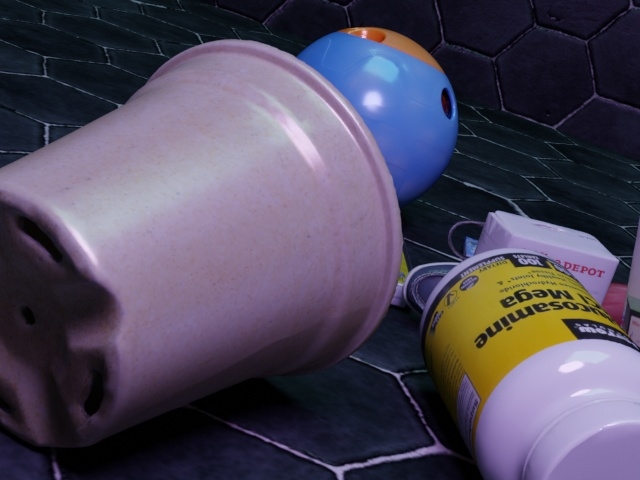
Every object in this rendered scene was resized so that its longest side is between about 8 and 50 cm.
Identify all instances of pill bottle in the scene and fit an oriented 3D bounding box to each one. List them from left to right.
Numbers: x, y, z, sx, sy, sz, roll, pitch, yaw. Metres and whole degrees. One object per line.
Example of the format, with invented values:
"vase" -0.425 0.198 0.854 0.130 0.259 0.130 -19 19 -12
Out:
"pill bottle" 0.219 0.149 1.075 0.188 0.188 0.334 13 19 -15

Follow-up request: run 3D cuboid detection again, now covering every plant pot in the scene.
"plant pot" -0.150 0.018 0.974 0.334 0.334 0.305 27 32 26

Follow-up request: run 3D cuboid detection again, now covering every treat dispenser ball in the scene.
"treat dispenser ball" 0.067 -0.181 1.730 0.288 0.288 0.288 16 18 -5

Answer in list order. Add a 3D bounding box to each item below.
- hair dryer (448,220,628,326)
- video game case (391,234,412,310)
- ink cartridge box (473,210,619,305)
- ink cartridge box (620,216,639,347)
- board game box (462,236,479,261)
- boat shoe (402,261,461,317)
"hair dryer" 0.302 0.067 1.448 0.293 0.080 0.223 12 -17 9
"video game case" 0.000 0.000 1.550 0.248 0.035 0.275 16 17 -6
"ink cartridge box" 0.234 0.079 1.288 0.139 0.191 0.082 13 19 -15
"ink cartridge box" 0.375 0.126 1.084 0.117 0.278 0.201 5 11 -11
"board game box" 0.264 0.028 1.740 0.090 0.020 0.090 18 19 0
"boat shoe" 0.224 0.099 1.390 0.254 0.095 0.079 26 6 -6
